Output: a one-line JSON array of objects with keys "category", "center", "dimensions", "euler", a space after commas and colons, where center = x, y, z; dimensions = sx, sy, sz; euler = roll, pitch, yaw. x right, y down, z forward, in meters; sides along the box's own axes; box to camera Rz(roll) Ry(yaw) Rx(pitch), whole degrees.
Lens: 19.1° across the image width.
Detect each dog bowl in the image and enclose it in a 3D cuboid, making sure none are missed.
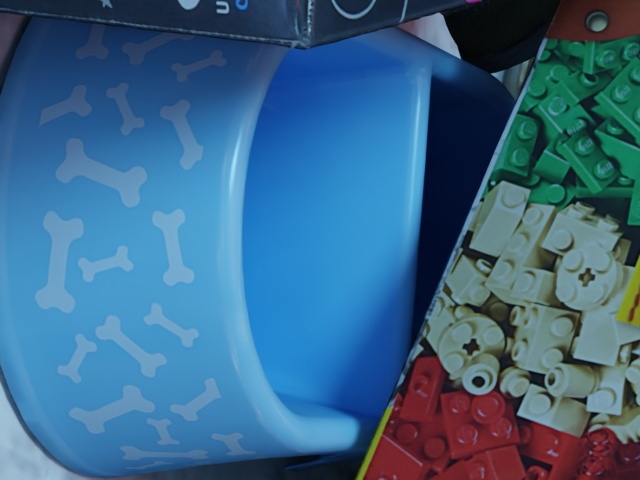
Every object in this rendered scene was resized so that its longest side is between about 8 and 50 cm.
[{"category": "dog bowl", "center": [0.000, 0.000, 0.645], "dimensions": [0.297, 0.074, 0.166], "euler": [13, 81, -64]}]

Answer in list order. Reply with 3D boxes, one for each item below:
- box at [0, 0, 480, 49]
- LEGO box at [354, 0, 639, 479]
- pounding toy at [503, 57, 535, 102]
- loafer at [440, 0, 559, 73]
[{"category": "box", "center": [0.013, -0.156, 0.521], "dimensions": [0.247, 0.142, 0.163], "euler": [-22, 115, -49]}, {"category": "LEGO box", "center": [0.174, 0.166, 0.762], "dimensions": [0.372, 0.193, 0.500], "euler": [-66, 155, -17]}, {"category": "pounding toy", "center": [0.231, -0.073, 0.890], "dimensions": [0.269, 0.155, 0.154], "euler": [32, 76, -17]}, {"category": "loafer", "center": [0.066, -0.175, 0.756], "dimensions": [0.087, 0.094, 0.251], "euler": [32, 44, -34]}]
